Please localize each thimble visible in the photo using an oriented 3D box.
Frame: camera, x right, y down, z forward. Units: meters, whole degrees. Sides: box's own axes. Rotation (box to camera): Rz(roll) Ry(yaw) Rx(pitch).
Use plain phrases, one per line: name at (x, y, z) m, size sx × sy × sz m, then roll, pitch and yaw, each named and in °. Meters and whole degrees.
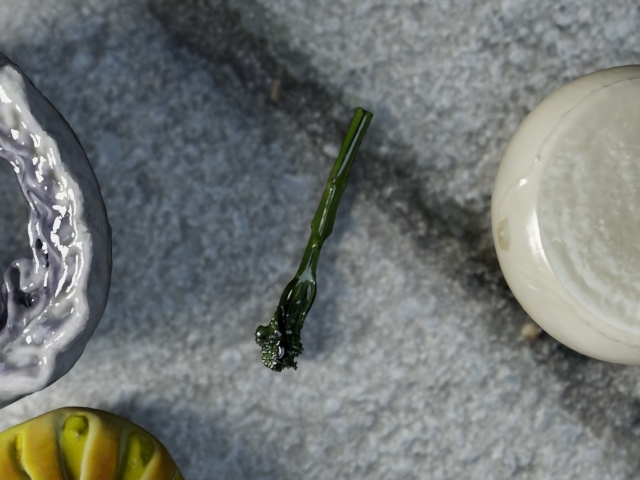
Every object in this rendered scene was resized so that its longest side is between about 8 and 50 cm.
thimble at (-0.248, -0.008, 0.861) m, size 0.217 × 0.157 × 0.245 m, roll -1°, pitch 96°, yaw -15°

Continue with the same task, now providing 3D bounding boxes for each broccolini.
broccolini at (0.001, 0.001, 0.992) m, size 0.042 × 0.044 × 0.218 m, roll 23°, pitch 85°, yaw 0°

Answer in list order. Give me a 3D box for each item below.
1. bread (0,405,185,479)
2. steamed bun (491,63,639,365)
bread at (-0.191, 0.225, 0.910) m, size 0.213 × 0.105 × 0.213 m, roll 2°, pitch 77°, yaw -10°
steamed bun at (0.242, -0.017, 0.989) m, size 0.232 × 0.145 × 0.231 m, roll 1°, pitch 85°, yaw -6°
